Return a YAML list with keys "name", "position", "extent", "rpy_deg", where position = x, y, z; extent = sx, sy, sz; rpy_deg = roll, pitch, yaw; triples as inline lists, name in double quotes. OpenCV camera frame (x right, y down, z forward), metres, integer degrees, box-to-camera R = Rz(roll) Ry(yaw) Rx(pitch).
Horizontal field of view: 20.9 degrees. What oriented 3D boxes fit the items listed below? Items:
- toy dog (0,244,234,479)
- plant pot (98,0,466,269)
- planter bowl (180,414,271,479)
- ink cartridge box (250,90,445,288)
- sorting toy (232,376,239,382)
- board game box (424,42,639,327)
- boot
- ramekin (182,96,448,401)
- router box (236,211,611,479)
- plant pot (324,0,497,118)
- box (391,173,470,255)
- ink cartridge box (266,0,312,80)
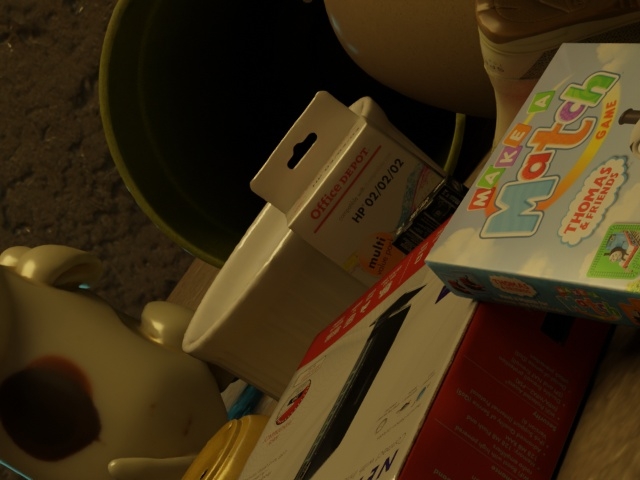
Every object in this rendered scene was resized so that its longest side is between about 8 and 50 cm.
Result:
- name: "toy dog"
  position: [-0.314, 0.151, 1.810]
  extent: [0.284, 0.408, 0.395]
  rpy_deg: [-60, 15, 19]
- name: "plant pot"
  position: [0.004, -0.176, 1.820]
  extent: [0.366, 0.366, 0.353]
  rpy_deg: [-51, -3, 20]
- name: "planter bowl"
  position: [-0.059, 0.201, 1.338]
  extent: [0.217, 0.090, 0.217]
  rpy_deg: [-52, 7, 10]
- name: "ink cartridge box"
  position: [0.045, -0.024, 1.363]
  extent: [0.104, 0.181, 0.061]
  rpy_deg: [-53, 8, 6]
- name: "sorting toy"
  position: [-0.021, 0.057, 1.952]
  extent: [0.208, 0.038, 0.193]
  rpy_deg: [-42, 13, 36]
- name: "board game box"
  position: [0.170, -0.031, 0.894]
  extent: [0.211, 0.039, 0.160]
  rpy_deg: [8, 59, 53]
- name: "boot"
  position: [0.206, -0.108, 1.094]
  extent: [0.165, 0.213, 0.077]
  rpy_deg: [80, 178, -49]
- name: "ramekin"
  position: [0.011, 0.022, 1.538]
  extent: [0.277, 0.135, 0.277]
  rpy_deg: [-53, 7, 10]
- name: "router box"
  position: [0.049, 0.117, 1.091]
  extent: [0.335, 0.082, 0.301]
  rpy_deg: [-44, 12, 49]
- name: "plant pot"
  position: [0.168, -0.202, 1.262]
  extent: [0.284, 0.284, 0.191]
  rpy_deg: [-53, 42, 3]
- name: "box"
  position: [0.105, 0.001, 1.265]
  extent: [0.067, 0.083, 0.018]
  rpy_deg: [-50, 10, 30]
- name: "ink cartridge box"
  position: [0.003, -0.198, 2.127]
  extent: [0.060, 0.275, 0.239]
  rpy_deg: [8, 36, 42]
